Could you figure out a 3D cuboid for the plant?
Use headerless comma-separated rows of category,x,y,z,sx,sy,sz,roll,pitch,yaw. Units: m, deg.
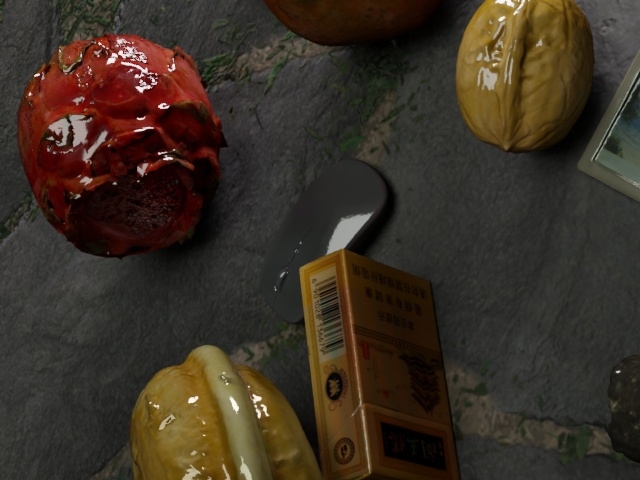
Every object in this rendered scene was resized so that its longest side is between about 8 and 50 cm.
plant,0.391,0.171,1.564,0.194,0.129,0.132,-8,73,44

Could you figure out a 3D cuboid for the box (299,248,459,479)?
box,0.070,0.163,1.821,0.076,0.174,0.274,-25,60,35

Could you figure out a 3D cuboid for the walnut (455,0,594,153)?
walnut,0.237,-0.199,1.805,0.159,0.159,0.207,1,72,42

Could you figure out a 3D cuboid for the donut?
donut,-0.102,0.331,1.793,0.449,0.198,0.449,170,90,-77

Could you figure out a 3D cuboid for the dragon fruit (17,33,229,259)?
dragon fruit,-0.275,-0.134,2.145,0.295,0.295,0.302,-19,71,37

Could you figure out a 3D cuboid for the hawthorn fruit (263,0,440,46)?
hawthorn fruit,0.020,-0.388,1.959,0.277,0.298,0.277,-3,84,31

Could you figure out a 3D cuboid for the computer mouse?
computer mouse,-0.001,-0.001,2.017,0.232,0.057,0.120,-54,48,14

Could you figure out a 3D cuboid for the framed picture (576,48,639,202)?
framed picture,0.444,-0.117,1.678,0.315,0.024,0.232,35,101,44
